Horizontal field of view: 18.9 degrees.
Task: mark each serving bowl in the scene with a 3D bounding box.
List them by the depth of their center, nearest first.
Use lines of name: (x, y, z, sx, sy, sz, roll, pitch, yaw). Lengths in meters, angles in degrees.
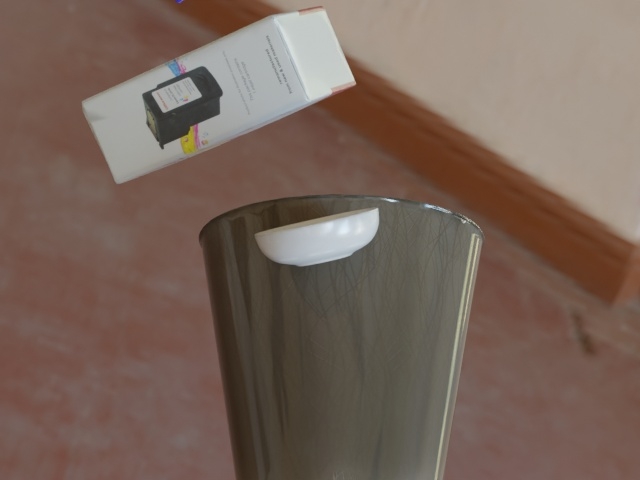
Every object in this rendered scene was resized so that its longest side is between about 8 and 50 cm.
serving bowl: (0.000, 0.000, 1.260, 0.083, 0.027, 0.083, -13, 2, 0)

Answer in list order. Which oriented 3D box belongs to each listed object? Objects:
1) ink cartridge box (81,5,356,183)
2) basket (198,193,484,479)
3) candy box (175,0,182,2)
ink cartridge box: (-0.078, -0.114, 1.500, 0.072, 0.175, 0.127, 67, 21, -3)
basket: (0.012, 0.102, 1.332, 0.204, 0.154, 0.227, 1, 66, 2)
candy box: (-0.033, -0.383, 1.751, 0.122, 0.268, 0.317, 51, 26, -20)
